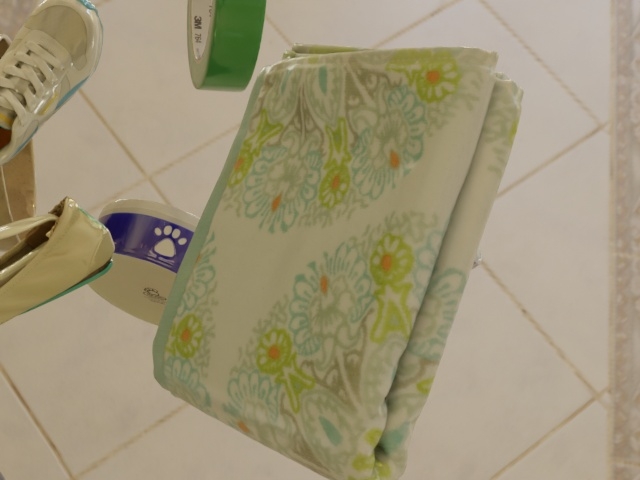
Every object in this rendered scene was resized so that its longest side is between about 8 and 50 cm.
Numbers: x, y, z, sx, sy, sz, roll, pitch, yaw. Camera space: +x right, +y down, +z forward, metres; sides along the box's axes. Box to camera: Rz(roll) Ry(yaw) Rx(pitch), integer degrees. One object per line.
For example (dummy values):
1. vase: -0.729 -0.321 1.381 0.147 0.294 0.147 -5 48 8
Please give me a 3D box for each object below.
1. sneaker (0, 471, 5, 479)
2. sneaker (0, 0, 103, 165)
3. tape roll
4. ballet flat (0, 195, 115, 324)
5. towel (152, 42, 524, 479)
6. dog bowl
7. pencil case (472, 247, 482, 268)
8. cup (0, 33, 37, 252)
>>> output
1. sneaker: -0.480 0.313 1.124 0.131 0.350 0.148 -22 88 24
2. sneaker: -0.307 -0.159 1.089 0.087 0.228 0.092 35 23 -11
3. tape roll: -0.154 -0.401 1.667 0.077 0.321 0.321 2 63 -16
4. ballet flat: -0.297 0.045 0.890 0.248 0.086 0.086 -34 72 -12
5. towel: 0.000 0.000 0.936 0.090 0.321 0.374 21 86 -36
6. dog bowl: -0.258 0.047 1.713 0.265 0.265 0.104 18 63 3
7. pencil case: 0.148 0.052 1.828 0.273 0.113 0.124 -30 37 18
8. cup: -0.573 -0.136 1.562 0.237 0.331 0.331 -5 65 -6
